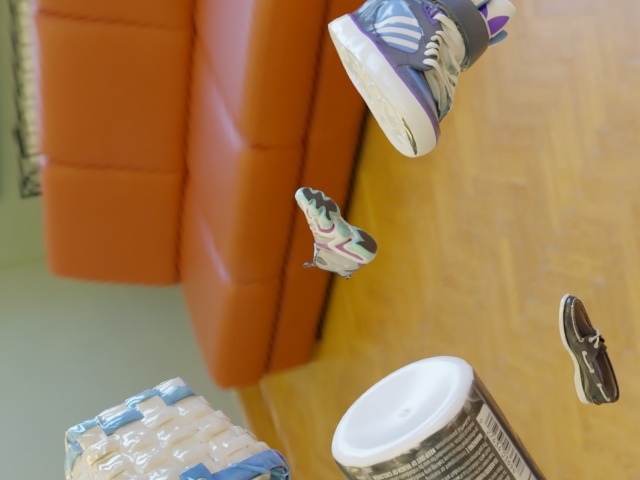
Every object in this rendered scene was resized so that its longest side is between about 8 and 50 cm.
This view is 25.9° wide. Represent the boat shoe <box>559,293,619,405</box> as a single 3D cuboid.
[{"bbox_3d":[0.275,0.112,1.421,0.038,0.046,0.125,-3,110,39],"label":"boat shoe"}]

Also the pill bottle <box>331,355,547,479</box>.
[{"bbox_3d":[0.124,0.222,1.101,0.246,0.130,0.130,56,168,-18],"label":"pill bottle"}]

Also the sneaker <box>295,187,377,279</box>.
[{"bbox_3d":[0.000,0.000,1.349,0.098,0.038,0.069,44,124,-1],"label":"sneaker"}]

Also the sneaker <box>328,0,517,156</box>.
[{"bbox_3d":[0.161,-0.251,1.810,0.323,0.236,0.130,-119,5,-54],"label":"sneaker"}]

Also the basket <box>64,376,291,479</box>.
[{"bbox_3d":[-0.109,0.286,1.260,0.289,0.201,0.255,55,150,25],"label":"basket"}]
